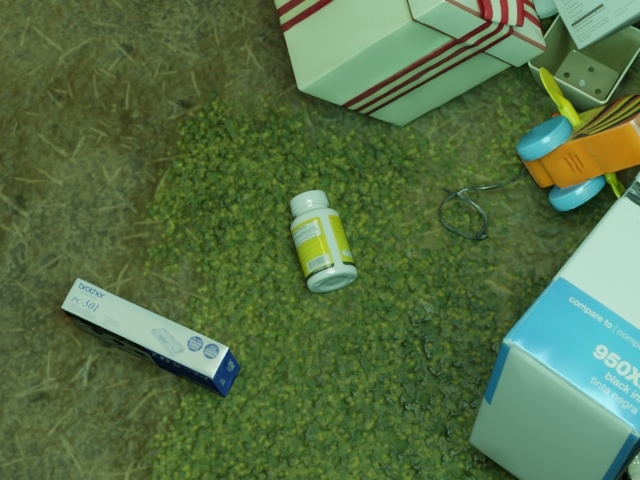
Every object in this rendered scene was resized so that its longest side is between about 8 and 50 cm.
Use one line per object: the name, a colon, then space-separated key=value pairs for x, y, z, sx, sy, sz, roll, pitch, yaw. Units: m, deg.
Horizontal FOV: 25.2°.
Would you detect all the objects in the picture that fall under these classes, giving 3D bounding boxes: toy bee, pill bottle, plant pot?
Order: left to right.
pill bottle: x=0.000 y=0.000 z=1.748 sx=0.065 sy=0.065 sz=0.116 roll=-17 pitch=70 yaw=0
toy bee: x=0.289 y=-0.120 z=1.704 sx=0.298 sy=0.195 sz=0.162 roll=1 pitch=34 yaw=34
plant pot: x=0.329 y=-0.215 z=1.773 sx=0.109 sy=0.096 sz=0.109 roll=30 pitch=76 yaw=16

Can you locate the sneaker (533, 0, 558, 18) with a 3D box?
sneaker: x=0.320 y=-0.345 z=1.840 sx=0.152 sy=0.061 sz=0.054 roll=-37 pitch=73 yaw=-6

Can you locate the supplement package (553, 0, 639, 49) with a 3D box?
supplement package: x=0.358 y=-0.399 z=1.650 sx=0.199 sy=0.198 sz=0.263 roll=-27 pitch=89 yaw=-22

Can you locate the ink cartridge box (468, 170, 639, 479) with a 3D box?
ink cartridge box: x=0.350 y=0.071 z=1.532 sx=0.166 sy=0.285 sz=0.395 roll=35 pitch=66 yaw=16

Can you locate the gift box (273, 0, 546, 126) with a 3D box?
gift box: x=0.119 y=-0.312 z=1.728 sx=0.258 sy=0.276 sz=0.255 roll=-28 pitch=70 yaw=33

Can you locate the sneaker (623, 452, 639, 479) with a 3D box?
sneaker: x=0.383 y=0.271 z=1.612 sx=0.073 sy=0.063 sz=0.162 roll=-11 pitch=70 yaw=-2

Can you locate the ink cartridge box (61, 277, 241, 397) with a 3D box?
ink cartridge box: x=-0.201 y=0.117 z=1.710 sx=0.207 sy=0.097 sz=0.046 roll=23 pitch=74 yaw=13
